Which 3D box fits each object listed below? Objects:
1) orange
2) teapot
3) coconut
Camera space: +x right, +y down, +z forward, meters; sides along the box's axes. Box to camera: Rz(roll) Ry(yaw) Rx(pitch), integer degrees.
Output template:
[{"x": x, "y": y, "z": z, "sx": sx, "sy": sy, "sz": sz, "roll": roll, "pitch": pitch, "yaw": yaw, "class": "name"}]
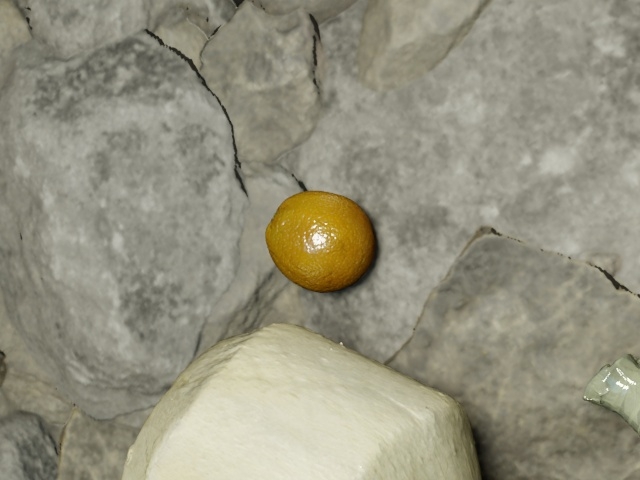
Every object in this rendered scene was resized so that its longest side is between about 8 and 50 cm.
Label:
[{"x": 0.000, "y": 0.000, "z": 1.148, "sx": 0.085, "sy": 0.085, "sz": 0.085, "roll": 1, "pitch": 92, "yaw": 25, "class": "orange"}, {"x": 0.232, "y": 0.112, "z": 1.058, "sx": 0.083, "sy": 0.057, "sz": 0.067, "roll": 34, "pitch": 68, "yaw": 24, "class": "teapot"}, {"x": 0.002, "y": 0.196, "z": 1.066, "sx": 0.266, "sy": 0.237, "sz": 0.237, "roll": 24, "pitch": 102, "yaw": 21, "class": "coconut"}]
